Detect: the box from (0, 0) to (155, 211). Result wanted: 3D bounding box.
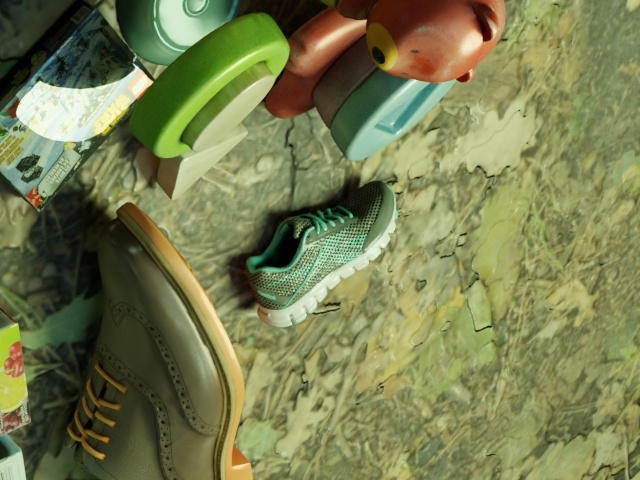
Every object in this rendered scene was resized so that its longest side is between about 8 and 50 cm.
[{"bbox_3d":[-0.195,-0.101,1.310,0.137,0.027,0.094,-48,137,-10],"label":"box"}]

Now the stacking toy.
[{"bbox_3d":[0.009,-0.105,1.322,0.279,0.130,0.309,-39,170,-9],"label":"stacking toy"}]

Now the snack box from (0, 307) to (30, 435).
[{"bbox_3d":[-0.295,0.122,1.346,0.141,0.037,0.100,-24,129,-32],"label":"snack box"}]

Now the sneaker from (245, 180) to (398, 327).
[{"bbox_3d":[0.000,0.000,1.542,0.166,0.065,0.076,-46,134,-15],"label":"sneaker"}]

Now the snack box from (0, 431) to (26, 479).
[{"bbox_3d":[-0.371,0.288,1.360,0.322,0.060,0.187,-25,130,-32],"label":"snack box"}]

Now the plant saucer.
[{"bbox_3d":[-0.101,-0.188,1.352,0.119,0.021,0.119,-23,129,-32],"label":"plant saucer"}]

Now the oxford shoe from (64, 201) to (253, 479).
[{"bbox_3d":[-0.144,0.134,1.439,0.133,0.130,0.364,-25,129,-21],"label":"oxford shoe"}]
